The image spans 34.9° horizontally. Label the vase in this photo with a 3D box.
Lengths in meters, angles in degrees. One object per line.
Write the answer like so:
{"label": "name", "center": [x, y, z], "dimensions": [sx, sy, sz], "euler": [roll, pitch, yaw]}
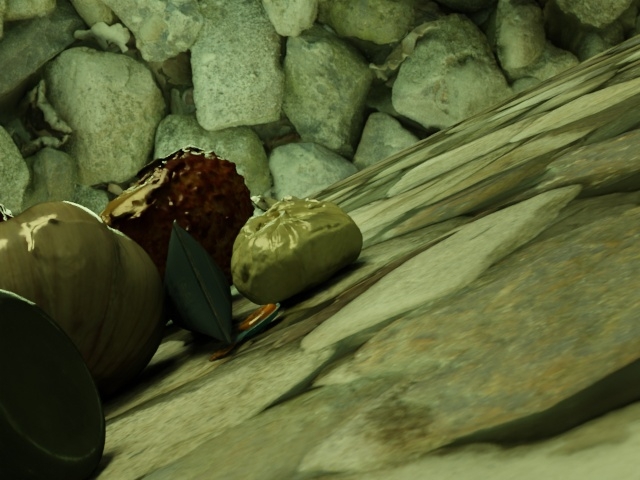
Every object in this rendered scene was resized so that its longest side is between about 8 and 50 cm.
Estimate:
{"label": "vase", "center": [-0.349, 0.188, 0.833], "dimensions": [0.321, 0.173, 0.173], "euler": [-32, 4, 13]}

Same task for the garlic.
{"label": "garlic", "center": [-0.322, 0.089, 1.151], "dimensions": [0.322, 0.241, 0.322], "euler": [-39, -6, -4]}

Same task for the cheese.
{"label": "cheese", "center": [-0.080, 0.098, 1.103], "dimensions": [0.047, 0.017, 0.111], "euler": [-31, 7, 46]}

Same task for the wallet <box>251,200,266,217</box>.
{"label": "wallet", "center": [-0.234, 0.031, 1.899], "dimensions": [0.323, 0.041, 0.247], "euler": [-34, 35, -12]}

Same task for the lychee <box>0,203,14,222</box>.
{"label": "lychee", "center": [-0.625, 0.096, 1.477], "dimensions": [0.424, 0.425, 0.500], "euler": [-22, -23, 40]}

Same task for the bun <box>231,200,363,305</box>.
{"label": "bun", "center": [-0.035, 0.008, 1.251], "dimensions": [0.164, 0.111, 0.188], "euler": [-17, 7, 41]}

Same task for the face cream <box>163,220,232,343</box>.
{"label": "face cream", "center": [-0.144, 0.062, 1.205], "dimensions": [0.086, 0.136, 0.385], "euler": [-24, -3, -10]}

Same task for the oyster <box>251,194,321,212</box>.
{"label": "oyster", "center": [-0.169, -0.008, 2.083], "dimensions": [0.351, 0.115, 0.238], "euler": [-33, 16, -17]}

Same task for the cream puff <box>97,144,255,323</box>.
{"label": "cream puff", "center": [-0.238, 0.008, 1.584], "dimensions": [0.350, 0.229, 0.350], "euler": [-40, 9, 7]}
